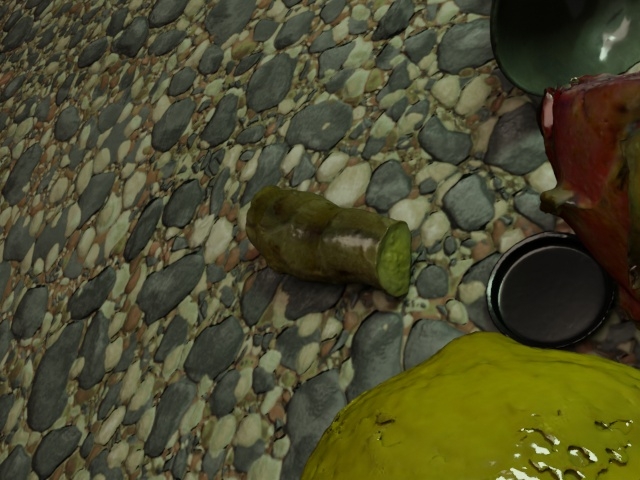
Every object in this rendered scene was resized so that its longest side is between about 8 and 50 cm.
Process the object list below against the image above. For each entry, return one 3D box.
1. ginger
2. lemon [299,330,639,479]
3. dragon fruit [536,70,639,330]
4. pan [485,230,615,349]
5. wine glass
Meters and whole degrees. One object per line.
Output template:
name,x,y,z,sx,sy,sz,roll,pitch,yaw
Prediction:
ginger,0.000,0.000,0.892,0.263,0.116,0.109,18,117,37
lemon,0.147,0.257,0.477,0.349,0.349,0.388,-15,75,30
dragon fruit,0.330,-0.012,0.534,0.296,0.314,0.263,-6,101,3
pan,0.280,0.020,0.718,0.235,0.028,0.136,-45,48,11
wine glass,0.244,-0.389,0.849,0.267,0.267,0.406,-38,43,13
